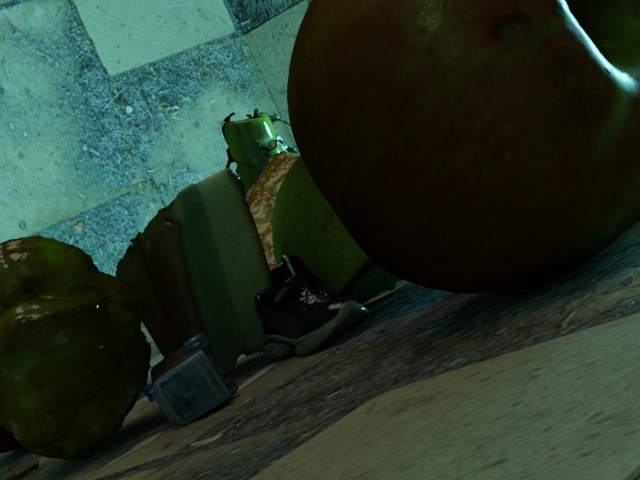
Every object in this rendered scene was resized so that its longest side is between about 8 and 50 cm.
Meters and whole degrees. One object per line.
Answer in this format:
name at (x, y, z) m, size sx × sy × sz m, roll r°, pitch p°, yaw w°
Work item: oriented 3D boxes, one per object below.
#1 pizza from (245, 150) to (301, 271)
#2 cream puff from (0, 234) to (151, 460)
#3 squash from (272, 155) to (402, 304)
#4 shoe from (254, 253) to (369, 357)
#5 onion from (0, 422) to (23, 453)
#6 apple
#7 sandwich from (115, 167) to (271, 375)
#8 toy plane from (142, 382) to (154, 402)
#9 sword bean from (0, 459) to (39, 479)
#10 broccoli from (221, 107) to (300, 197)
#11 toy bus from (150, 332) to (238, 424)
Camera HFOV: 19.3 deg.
pizza at (0.000, 0.000, 2.231) m, size 0.223 × 0.089 × 0.323 m, roll -14°, pitch 40°, yaw 17°
cream puff at (-0.271, 0.109, 1.923) m, size 0.196 × 0.244 × 0.244 m, roll -52°, pitch -9°, yaw 24°
squash at (0.111, -0.019, 1.949) m, size 0.233 × 0.210 × 0.309 m, roll -28°, pitch 19°, yaw -24°
shoe at (-0.021, 0.062, 1.923) m, size 0.071 × 0.099 × 0.169 m, roll -24°, pitch 3°, yaw -32°
onion at (-0.350, 0.129, 2.307) m, size 0.230 × 0.272 × 0.256 m, roll -20°, pitch 40°, yaw 4°
apple at (0.132, -0.126, 1.607) m, size 0.339 × 0.340 × 0.339 m, roll -25°, pitch 3°, yaw 1°
sandwich at (-0.114, 0.053, 2.016) m, size 0.108 × 0.186 × 0.220 m, roll -27°, pitch -13°, yaw -28°
toy plane at (-0.169, 0.140, 2.186) m, size 0.054 × 0.062 × 0.167 m, roll -23°, pitch 14°, yaw 34°
sword bean at (-0.334, 0.255, 1.997) m, size 0.083 × 0.012 × 0.012 m, roll -27°, pitch 3°, yaw -7°
broccoli at (-0.029, -0.025, 2.417) m, size 0.242 × 0.273 × 0.180 m, roll -26°, pitch 36°, yaw -1°
toy bus at (-0.130, 0.138, 1.871) m, size 0.075 × 0.064 × 0.190 m, roll -31°, pitch 4°, yaw -4°
